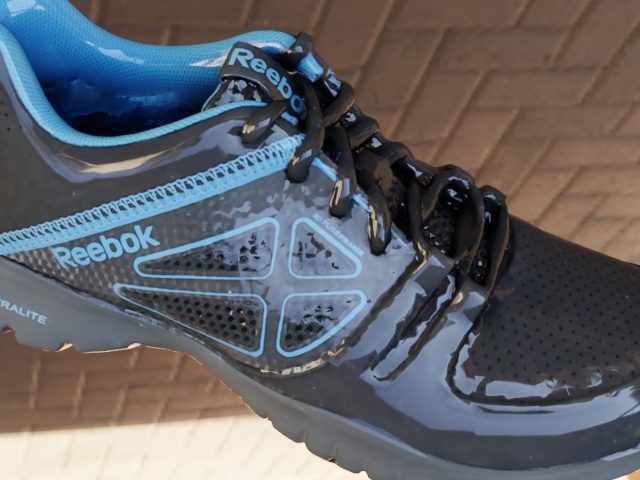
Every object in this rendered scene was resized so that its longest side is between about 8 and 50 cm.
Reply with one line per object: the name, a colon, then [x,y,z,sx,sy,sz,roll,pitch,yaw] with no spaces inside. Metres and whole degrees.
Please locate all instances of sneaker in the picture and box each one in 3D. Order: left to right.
sneaker: [0.000,0.000,0.523,0.341,0.125,0.139,14,129,3]
